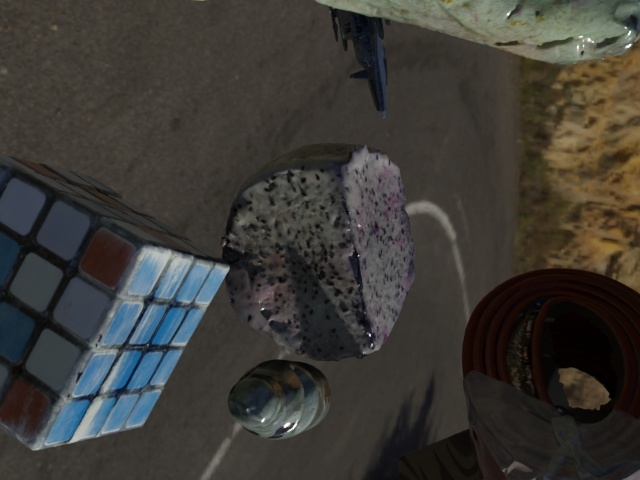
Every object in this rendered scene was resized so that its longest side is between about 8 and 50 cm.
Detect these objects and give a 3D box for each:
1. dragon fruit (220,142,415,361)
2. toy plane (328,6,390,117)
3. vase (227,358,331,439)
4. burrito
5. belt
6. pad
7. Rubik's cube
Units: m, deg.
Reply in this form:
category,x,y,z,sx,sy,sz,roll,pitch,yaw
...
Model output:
category,x,y,z,sx,sy,sz,roll,pitch,yaw
dragon fruit,0.000,0.000,1.120,0.221,0.204,0.283,-39,124,-56
toy plane,0.046,-0.264,0.951,0.082,0.160,0.234,-1,92,-29
vase,-0.032,0.117,0.596,0.211,0.060,0.060,55,46,-77
burrito,0.091,-0.196,0.609,0.096,0.309,0.066,84,24,-63
belt,0.266,0.164,0.842,0.324,0.227,0.115,-82,161,-54
pad,0.173,0.450,1.152,0.220,0.004,0.330,-44,-142,51
Rubik's cube,-0.306,0.068,0.966,0.259,0.253,0.256,-60,164,2
